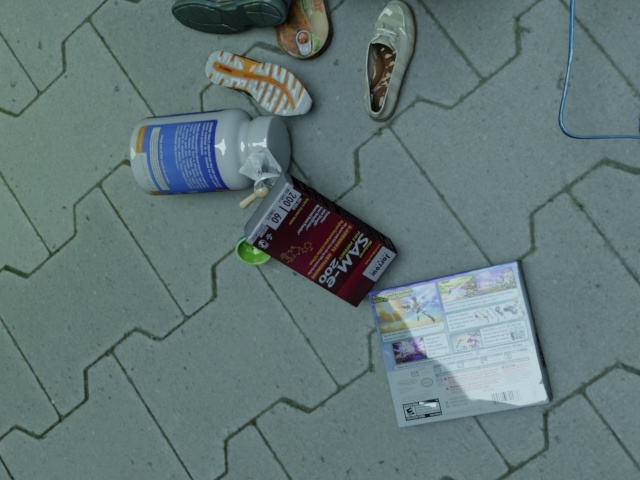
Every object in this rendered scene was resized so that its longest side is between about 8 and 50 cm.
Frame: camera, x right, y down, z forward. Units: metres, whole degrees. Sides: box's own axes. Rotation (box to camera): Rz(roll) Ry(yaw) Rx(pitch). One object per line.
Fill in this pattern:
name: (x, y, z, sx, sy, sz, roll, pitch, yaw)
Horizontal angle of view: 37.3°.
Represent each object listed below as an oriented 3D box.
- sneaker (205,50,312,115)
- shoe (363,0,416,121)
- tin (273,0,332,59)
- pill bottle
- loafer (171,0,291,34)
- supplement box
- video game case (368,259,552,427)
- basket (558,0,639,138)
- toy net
sneaker: (-0.106, -0.293, 1.757, 0.215, 0.083, 0.084, 29, 100, 15)
shoe: (0.120, -0.321, 1.683, 0.076, 0.058, 0.219, 10, 94, 20)
tin: (-0.037, -0.427, 1.753, 0.106, 0.040, 0.190, -12, 86, 24)
pill bottle: (-0.200, -0.164, 1.754, 0.272, 0.152, 0.152, -2, 90, 20)
loafer: (-0.158, -0.443, 1.765, 0.267, 0.096, 0.084, 7, 64, 35)
supplement box: (0.000, 0.000, 1.661, 0.239, 0.073, 0.130, 31, 104, -19)
video game case: (0.240, 0.180, 1.642, 0.269, 0.061, 0.244, -13, 87, 20)
basket: (0.522, -0.277, 1.459, 0.288, 0.201, 0.255, 5, 93, 10)
toy net: (-0.089, -0.057, 1.697, 0.122, 0.045, 0.232, 4, 127, 0)
